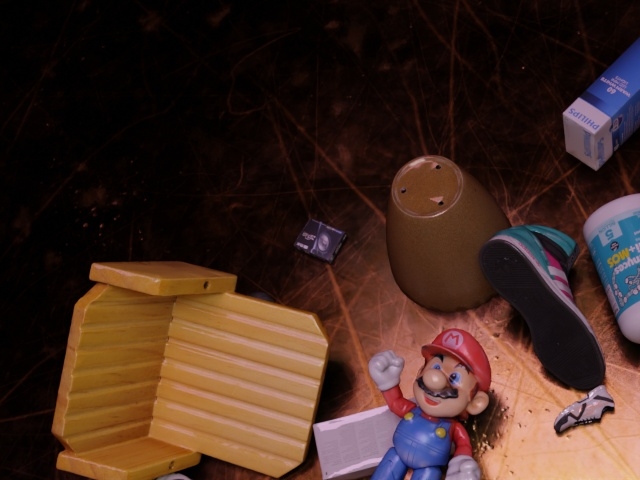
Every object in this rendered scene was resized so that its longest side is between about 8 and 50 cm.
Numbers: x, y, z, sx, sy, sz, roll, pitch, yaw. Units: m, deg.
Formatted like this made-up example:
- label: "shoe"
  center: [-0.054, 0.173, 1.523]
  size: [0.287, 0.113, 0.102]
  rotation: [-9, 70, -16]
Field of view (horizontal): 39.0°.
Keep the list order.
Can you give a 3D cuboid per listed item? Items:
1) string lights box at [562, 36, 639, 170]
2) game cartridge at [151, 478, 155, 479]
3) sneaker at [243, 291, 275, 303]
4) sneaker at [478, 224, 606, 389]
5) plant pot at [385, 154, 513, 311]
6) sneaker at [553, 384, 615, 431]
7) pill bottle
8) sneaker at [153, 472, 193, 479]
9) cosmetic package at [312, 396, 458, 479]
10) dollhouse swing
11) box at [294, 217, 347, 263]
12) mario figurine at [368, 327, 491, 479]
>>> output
- label: "string lights box"
  center: [0.555, -0.263, 1.628]
  size: [0.260, 0.133, 0.077]
  rotation: [-44, 60, -7]
- label: "game cartridge"
  center: [-0.292, 0.433, 1.629]
  size: [0.056, 0.017, 0.083]
  rotation: [-16, 60, 6]
- label: "sneaker"
  center: [-0.250, 0.134, 1.704]
  size: [0.330, 0.122, 0.146]
  rotation: [-19, 62, 8]
- label: "sneaker"
  center: [0.392, 0.091, 1.516]
  size: [0.124, 0.178, 0.295]
  rotation: [-32, 95, 39]
- label: "plant pot"
  center: [0.206, -0.034, 1.560]
  size: [0.237, 0.254, 0.237]
  rotation: [-8, 61, 15]
- label: "sneaker"
  center: [0.424, 0.278, 1.452]
  size: [0.109, 0.040, 0.044]
  rotation: [-35, 61, 0]
- label: "pill bottle"
  center: [0.535, 0.066, 1.460]
  size: [0.146, 0.146, 0.264]
  rotation: [-19, 60, 9]
- label: "sneaker"
  center: [-0.280, 0.533, 1.526]
  size: [0.110, 0.107, 0.275]
  rotation: [20, 76, 9]
- label: "cosmetic package"
  center: [0.115, 0.332, 1.515]
  size: [0.239, 0.060, 0.099]
  rotation: [-16, 59, 10]
- label: "dollhouse swing"
  center: [-0.202, 0.239, 1.485]
  size: [0.305, 0.315, 0.347]
  rotation: [17, 98, 29]
- label: "box"
  center: [0.000, 0.000, 1.749]
  size: [0.083, 0.018, 0.067]
  rotation: [24, 73, 27]
- label: "mario figurine"
  center: [0.154, 0.281, 1.390]
  size: [0.198, 0.170, 0.320]
  rotation: [26, 80, -9]
